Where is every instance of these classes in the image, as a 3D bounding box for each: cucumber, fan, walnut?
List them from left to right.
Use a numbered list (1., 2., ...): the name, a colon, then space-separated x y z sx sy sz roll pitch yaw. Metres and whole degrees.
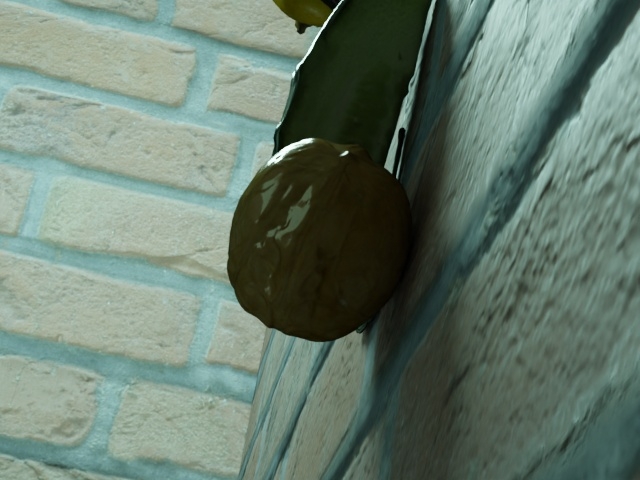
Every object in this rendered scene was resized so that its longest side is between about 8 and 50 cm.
1. walnut: 0.000 0.000 1.095 0.207 0.159 0.159 108 173 -45
2. cucumber: 0.022 -0.123 1.262 0.105 0.145 0.325 -6 64 71
3. fan: 0.063 -0.011 1.260 0.132 0.009 0.220 138 145 -74

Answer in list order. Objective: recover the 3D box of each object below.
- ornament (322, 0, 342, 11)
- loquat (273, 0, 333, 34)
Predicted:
1. ornament: 0.082 -0.404 1.755 0.081 0.088 0.203 -50 -2 -41
2. loquat: -0.005 -0.440 2.019 0.246 0.213 0.213 109 172 -47
